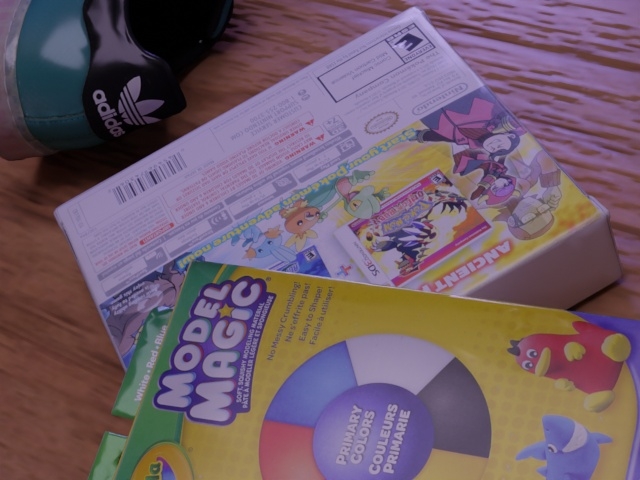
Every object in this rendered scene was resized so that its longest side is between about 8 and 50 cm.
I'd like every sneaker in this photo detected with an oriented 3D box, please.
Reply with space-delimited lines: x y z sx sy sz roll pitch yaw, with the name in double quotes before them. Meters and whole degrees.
"sneaker" -0.094 -0.167 0.882 0.121 0.108 0.302 -3 51 19

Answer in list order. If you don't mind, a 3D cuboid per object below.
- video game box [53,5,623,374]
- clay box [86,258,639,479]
"video game box" 0.000 0.000 0.696 0.205 0.048 0.187 -30 40 -2
"clay box" 0.013 0.081 0.561 0.222 0.053 0.127 7 62 19
